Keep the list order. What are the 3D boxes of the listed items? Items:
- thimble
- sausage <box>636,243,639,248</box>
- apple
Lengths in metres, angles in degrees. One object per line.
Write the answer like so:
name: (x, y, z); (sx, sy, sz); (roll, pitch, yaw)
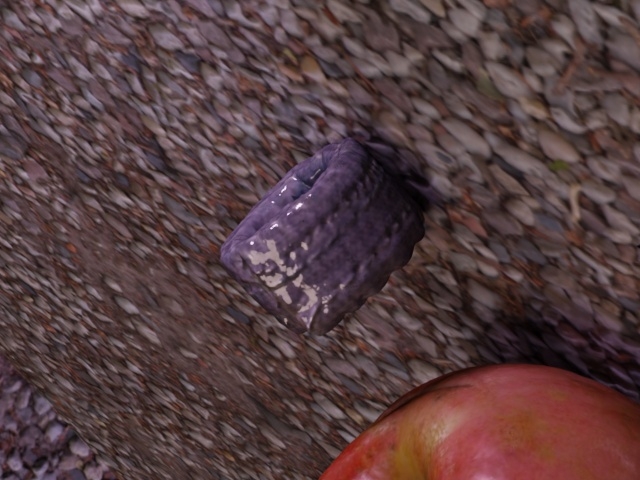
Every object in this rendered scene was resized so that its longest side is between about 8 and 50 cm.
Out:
thimble: (0.002, -0.002, 1.528); (0.098, 0.150, 0.150); (48, 158, -12)
sausage: (0.257, 0.044, 1.330); (0.050, 0.048, 0.145); (-14, 137, 17)
apple: (0.162, 0.282, 1.554); (0.364, 0.364, 0.364); (34, 158, 15)
